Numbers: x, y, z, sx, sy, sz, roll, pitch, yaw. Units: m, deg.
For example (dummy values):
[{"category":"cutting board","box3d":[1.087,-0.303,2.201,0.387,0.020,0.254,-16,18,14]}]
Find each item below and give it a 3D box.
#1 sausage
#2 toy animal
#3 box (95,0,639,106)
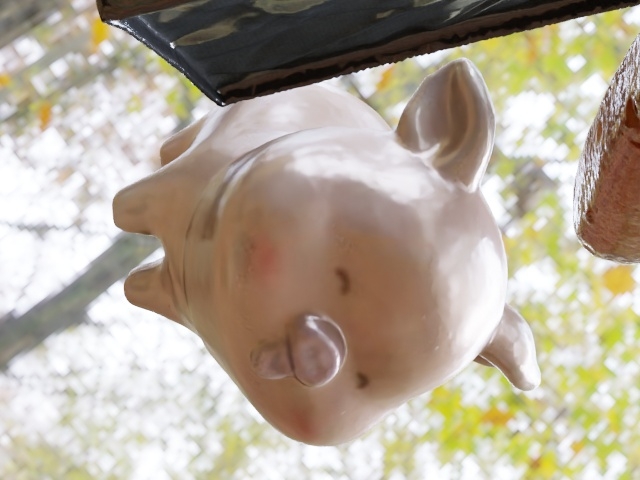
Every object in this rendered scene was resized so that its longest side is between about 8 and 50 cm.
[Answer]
[{"category":"sausage","box3d":[0.232,-0.077,1.240,0.348,0.097,0.094,99,-17,-65]},{"category":"toy animal","box3d":[0.000,0.000,1.259,0.269,0.326,0.237,-8,-64,12]},{"category":"box","box3d":[0.059,-0.217,0.932,0.251,0.345,0.204,33,44,-80]}]
